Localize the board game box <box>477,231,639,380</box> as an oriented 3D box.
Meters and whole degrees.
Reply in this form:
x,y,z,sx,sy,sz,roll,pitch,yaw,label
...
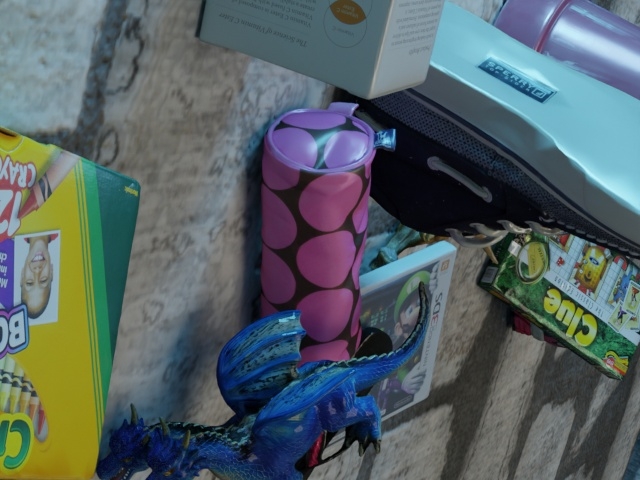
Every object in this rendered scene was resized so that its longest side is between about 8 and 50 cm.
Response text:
x,y,z,sx,sy,sz,roll,pitch,yaw,label
0.304,0.054,1.777,0.259,0.030,0.136,33,78,-34,board game box

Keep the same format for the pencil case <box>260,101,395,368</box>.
x,y,z,sx,sy,sz,roll,pitch,yaw,label
0.000,0.000,1.143,0.098,0.095,0.209,-73,171,-52,pencil case

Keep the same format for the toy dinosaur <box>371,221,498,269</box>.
x,y,z,sx,sy,sz,roll,pitch,yaw,label
0.115,-0.020,1.433,0.211,0.064,0.112,-14,137,-48,toy dinosaur

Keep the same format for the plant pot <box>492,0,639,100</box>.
x,y,z,sx,sy,sz,roll,pitch,yaw,label
0.271,-0.150,1.498,0.201,0.180,0.201,-48,149,-42,plant pot

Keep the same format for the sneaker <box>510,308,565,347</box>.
x,y,z,sx,sy,sz,roll,pitch,yaw,label
0.354,0.014,1.921,0.299,0.112,0.121,-60,156,-22,sneaker

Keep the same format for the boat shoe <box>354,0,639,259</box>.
x,y,z,sx,sy,sz,roll,pitch,yaw,label
0.163,-0.048,1.162,0.127,0.340,0.158,-31,149,-39,boat shoe

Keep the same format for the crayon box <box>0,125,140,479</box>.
x,y,z,sx,sy,sz,roll,pitch,yaw,label
-0.192,0.024,0.687,0.278,0.081,0.165,23,74,-68,crayon box

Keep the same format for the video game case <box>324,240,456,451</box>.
x,y,z,sx,sy,sz,roll,pitch,yaw,label
0.046,0.103,1.358,0.190,0.022,0.173,-21,130,-41,video game case

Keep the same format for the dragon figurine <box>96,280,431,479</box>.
x,y,z,sx,sy,sz,roll,pitch,yaw,label
-0.021,0.111,1.073,0.289,0.085,0.144,-37,141,-12,dragon figurine

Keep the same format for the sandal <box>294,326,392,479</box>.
x,y,z,sx,sy,sz,roll,pitch,yaw,label
0.010,0.157,1.297,0.179,0.040,0.067,-54,141,-2,sandal

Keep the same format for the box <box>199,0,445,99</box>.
x,y,z,sx,sy,sz,roll,pitch,yaw,label
0.013,-0.193,0.941,0.091,0.130,0.171,-25,132,-60,box
